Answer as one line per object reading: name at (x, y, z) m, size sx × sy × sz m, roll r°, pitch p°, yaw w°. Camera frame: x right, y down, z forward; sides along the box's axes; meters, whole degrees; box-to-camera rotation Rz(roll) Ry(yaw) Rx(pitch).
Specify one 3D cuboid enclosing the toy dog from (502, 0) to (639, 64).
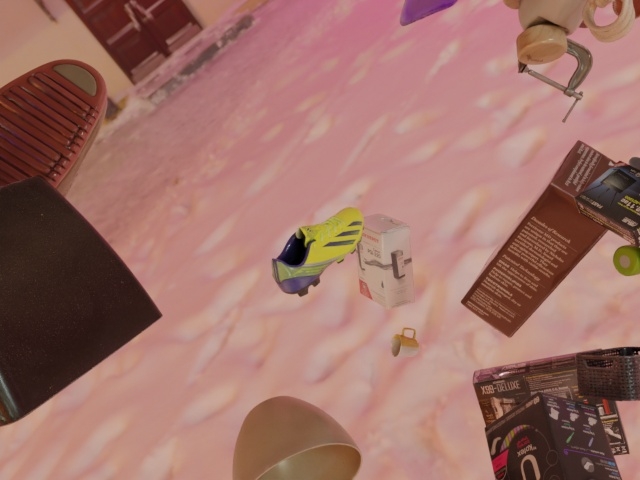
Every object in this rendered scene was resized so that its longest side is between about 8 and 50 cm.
toy dog at (0.435, -0.404, 1.075) m, size 0.160 × 0.220 × 0.333 m, roll -2°, pitch 7°, yaw -20°

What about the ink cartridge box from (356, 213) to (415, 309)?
ink cartridge box at (0.169, 0.053, 1.799) m, size 0.092 × 0.218 × 0.158 m, roll -13°, pitch 19°, yaw -24°

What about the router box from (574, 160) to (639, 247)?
router box at (0.445, -0.055, 0.976) m, size 0.092 × 0.038 × 0.122 m, roll -40°, pitch 36°, yaw -2°

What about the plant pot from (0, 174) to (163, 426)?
plant pot at (-0.290, 0.051, 0.584) m, size 0.187 × 0.167 × 0.188 m, roll -19°, pitch 12°, yaw 27°

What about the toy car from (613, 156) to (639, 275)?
toy car at (0.566, -0.050, 1.116) m, size 0.155 × 0.189 × 0.149 m, roll -6°, pitch -12°, yaw -26°

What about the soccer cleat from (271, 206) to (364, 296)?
soccer cleat at (0.001, 0.000, 1.489) m, size 0.093 × 0.121 × 0.289 m, roll 9°, pitch 43°, yaw 42°

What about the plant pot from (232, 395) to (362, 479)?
plant pot at (-0.074, 0.456, 1.481) m, size 0.284 × 0.284 × 0.191 m, roll -35°, pitch 48°, yaw 4°

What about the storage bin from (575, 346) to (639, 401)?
storage bin at (0.596, 0.256, 1.312) m, size 0.122 × 0.180 × 0.085 m, roll -11°, pitch 80°, yaw 56°

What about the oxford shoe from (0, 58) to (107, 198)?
oxford shoe at (-0.342, -0.040, 0.737) m, size 0.348 × 0.123 × 0.130 m, roll -52°, pitch -11°, yaw -3°

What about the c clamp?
c clamp at (0.450, -0.328, 1.313) m, size 0.137 × 0.160 × 0.022 m, roll -57°, pitch -2°, yaw 25°

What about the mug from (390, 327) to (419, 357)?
mug at (0.232, 0.280, 1.808) m, size 0.062 × 0.064 × 0.078 m, roll -101°, pitch 28°, yaw -47°

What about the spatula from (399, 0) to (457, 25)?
spatula at (0.163, -0.304, 0.693) m, size 0.296 × 0.030 × 0.084 m, roll -50°, pitch -15°, yaw -40°

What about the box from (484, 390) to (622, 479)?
box at (0.408, 0.424, 1.158) m, size 0.165 × 0.143 × 0.270 m, roll -53°, pitch 29°, yaw 40°

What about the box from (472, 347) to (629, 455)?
box at (0.544, 0.406, 1.610) m, size 0.307 × 0.243 × 0.076 m, roll -16°, pitch 10°, yaw 21°

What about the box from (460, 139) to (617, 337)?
box at (0.450, 0.007, 1.371) m, size 0.191 × 0.143 × 0.381 m, roll -44°, pitch -13°, yaw -43°
